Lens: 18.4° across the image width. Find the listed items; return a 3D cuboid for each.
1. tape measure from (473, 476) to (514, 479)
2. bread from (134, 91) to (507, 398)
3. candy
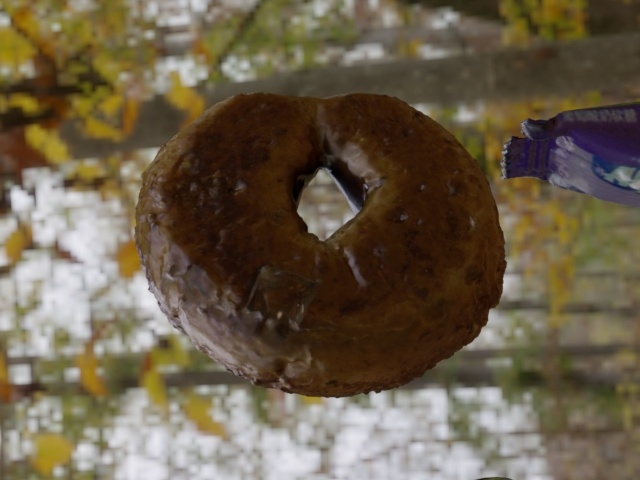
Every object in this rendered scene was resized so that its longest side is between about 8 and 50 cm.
[{"bbox_3d":[0.133,0.286,1.763,0.200,0.175,0.106,-92,-13,-60],"label":"tape measure"},{"bbox_3d":[0.000,0.000,0.997,0.064,0.193,0.193,94,-174,-53],"label":"bread"},{"bbox_3d":[0.261,-0.059,1.349,0.145,0.275,0.070,86,-173,-75],"label":"candy"}]
